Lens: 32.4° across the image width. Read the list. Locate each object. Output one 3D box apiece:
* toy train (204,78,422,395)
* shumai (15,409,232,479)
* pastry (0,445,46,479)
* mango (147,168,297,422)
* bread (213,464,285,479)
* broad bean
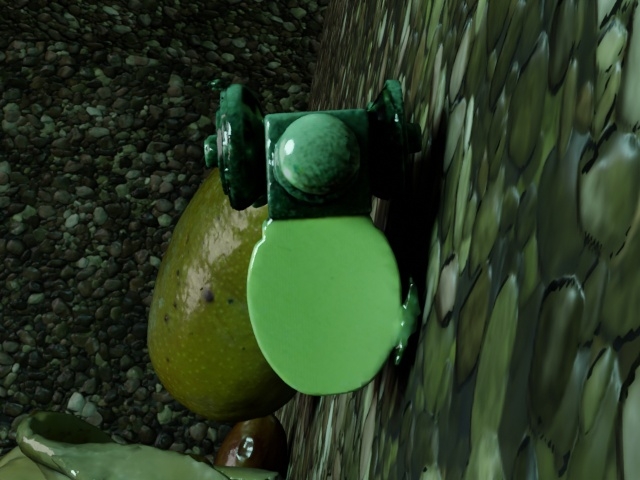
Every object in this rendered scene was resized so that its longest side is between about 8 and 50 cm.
[{"bbox_3d":[0.000,0.000,0.576,0.253,0.105,0.157,-133,40,-88],"label":"toy train"},{"bbox_3d":[-0.133,0.235,0.576,0.262,0.266,0.314,-88,15,-54],"label":"shumai"},{"bbox_3d":[-0.169,0.350,0.816,0.409,0.244,0.410,-3,-90,-79],"label":"pastry"},{"bbox_3d":[-0.059,0.026,0.941,0.176,0.175,0.330,42,138,30],"label":"mango"},{"bbox_3d":[-0.141,0.321,1.114,0.156,0.260,0.158,57,173,18],"label":"bread"},{"bbox_3d":[-0.083,0.265,1.229,0.114,0.084,0.165,-68,-8,-59],"label":"broad bean"}]
